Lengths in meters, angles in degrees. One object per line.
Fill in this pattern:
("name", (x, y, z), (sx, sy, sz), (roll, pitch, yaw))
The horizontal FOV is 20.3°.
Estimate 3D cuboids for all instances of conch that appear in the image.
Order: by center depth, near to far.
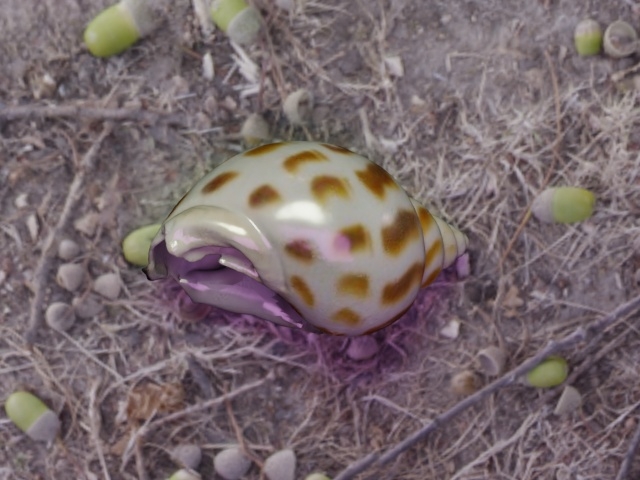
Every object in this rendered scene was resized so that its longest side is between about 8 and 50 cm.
("conch", (0.000, 0.000, 1.489), (0.275, 0.183, 0.148), (25, 72, -23))
